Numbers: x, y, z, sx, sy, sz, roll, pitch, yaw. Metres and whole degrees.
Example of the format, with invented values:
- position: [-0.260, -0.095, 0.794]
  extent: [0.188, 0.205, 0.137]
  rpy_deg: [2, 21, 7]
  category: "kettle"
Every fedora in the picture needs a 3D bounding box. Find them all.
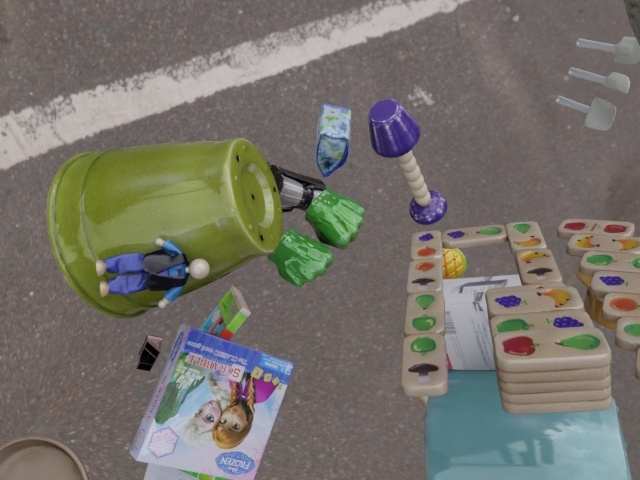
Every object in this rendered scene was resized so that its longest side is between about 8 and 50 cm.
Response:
- position: [0.599, 0.133, 1.126]
  extent: [0.195, 0.079, 0.194]
  rpy_deg: [18, 22, -7]
  category: "fedora"

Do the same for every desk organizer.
- position: [-0.501, 0.331, 1.620]
  extent: [0.047, 0.130, 0.050]
  rpy_deg: [16, 46, -20]
  category: "desk organizer"

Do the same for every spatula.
- position: [0.532, -0.313, 1.078]
  extent: [0.019, 0.168, 0.242]
  rpy_deg: [9, 22, -8]
  category: "spatula"

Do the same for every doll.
- position: [-0.293, 0.061, 0.986]
  extent: [0.189, 0.046, 0.129]
  rpy_deg: [-7, 100, -8]
  category: "doll"

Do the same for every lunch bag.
- position: [0.031, -0.263, 1.476]
  extent: [0.096, 0.151, 0.128]
  rpy_deg: [11, 52, -6]
  category: "lunch bag"

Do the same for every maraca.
- position: [0.393, 0.065, 1.837]
  extent: [0.186, 0.099, 0.127]
  rpy_deg: [23, 103, 4]
  category: "maraca"

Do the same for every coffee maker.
- position: [-0.080, -0.165, 1.701]
  extent: [0.178, 0.120, 0.171]
  rpy_deg: [14, 50, -34]
  category: "coffee maker"

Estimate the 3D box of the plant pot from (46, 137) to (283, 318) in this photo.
- position: [-0.280, -0.053, 1.135]
  extent: [0.366, 0.353, 0.366]
  rpy_deg: [-14, 90, -72]
  category: "plant pot"

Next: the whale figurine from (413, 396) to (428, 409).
- position: [0.413, 0.540, 1.994]
  extent: [0.141, 0.272, 0.216]
  rpy_deg: [-30, 112, -11]
  category: "whale figurine"

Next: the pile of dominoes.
- position: [0.158, 0.025, 0.407]
  extent: [0.251, 0.196, 0.040]
  rpy_deg: [-68, 148, -62]
  category: "pile of dominoes"

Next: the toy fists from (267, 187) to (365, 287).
- position: [0.000, 0.000, 1.429]
  extent: [0.142, 0.096, 0.279]
  rpy_deg: [36, 72, 20]
  category: "toy fists"

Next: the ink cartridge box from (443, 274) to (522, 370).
- position: [0.286, 0.147, 0.945]
  extent: [0.092, 0.218, 0.158]
  rpy_deg: [-44, 119, -46]
  category: "ink cartridge box"

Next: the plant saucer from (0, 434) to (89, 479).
- position: [-0.599, 0.546, 1.142]
  extent: [0.278, 0.041, 0.277]
  rpy_deg: [-2, 74, 7]
  category: "plant saucer"

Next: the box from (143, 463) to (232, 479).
- position: [-0.359, 0.683, 1.499]
  extent: [0.127, 0.231, 0.261]
  rpy_deg: [27, 76, -61]
  category: "box"

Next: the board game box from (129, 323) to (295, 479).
- position: [-0.254, 0.406, 1.363]
  extent: [0.319, 0.066, 0.317]
  rpy_deg: [26, 77, -31]
  category: "board game box"

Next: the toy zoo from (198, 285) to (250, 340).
- position: [-0.306, 0.272, 1.505]
  extent: [0.030, 0.192, 0.293]
  rpy_deg: [38, 89, -21]
  category: "toy zoo"

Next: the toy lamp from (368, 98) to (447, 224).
- position: [0.144, -0.121, 0.898]
  extent: [0.274, 0.080, 0.080]
  rpy_deg: [48, 47, -51]
  category: "toy lamp"

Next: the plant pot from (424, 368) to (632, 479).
- position: [0.305, 0.320, 0.779]
  extent: [0.293, 0.235, 0.292]
  rpy_deg: [36, 48, -53]
  category: "plant pot"

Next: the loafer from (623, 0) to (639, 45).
- position: [0.449, -0.383, 0.714]
  extent: [0.112, 0.112, 0.319]
  rpy_deg: [25, 61, -65]
  category: "loafer"
